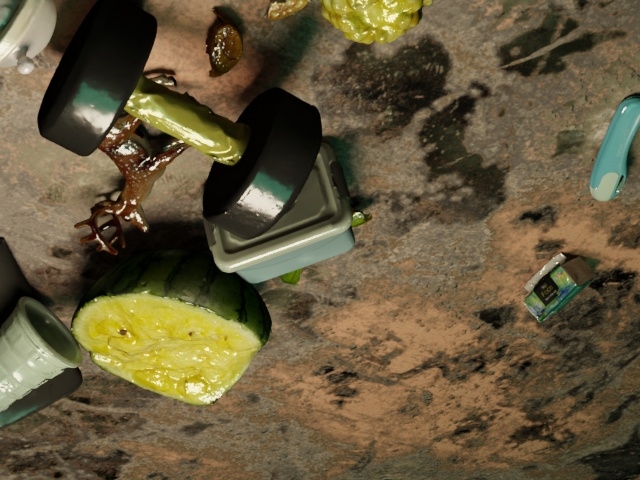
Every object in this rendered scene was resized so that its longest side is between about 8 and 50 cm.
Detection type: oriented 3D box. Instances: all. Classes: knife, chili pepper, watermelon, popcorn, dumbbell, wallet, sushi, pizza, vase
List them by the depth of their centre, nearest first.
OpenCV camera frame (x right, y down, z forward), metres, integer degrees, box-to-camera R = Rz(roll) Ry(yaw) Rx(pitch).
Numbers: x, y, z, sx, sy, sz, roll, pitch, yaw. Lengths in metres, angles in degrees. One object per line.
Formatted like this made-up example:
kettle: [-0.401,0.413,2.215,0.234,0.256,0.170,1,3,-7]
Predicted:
popcorn: [0.062,-0.349,1.355,0.170,0.189,0.218,-7,147,2]
dumbbell: [-0.180,-0.155,1.438,0.322,0.203,0.204,27,127,-21]
pizza: [-0.041,-0.317,1.487,0.083,0.016,0.037,-27,140,21]
sushi: [-0.132,-0.262,1.504,0.050,0.047,0.099,-3,124,-31]
vase: [-0.534,0.239,1.770,0.299,0.143,0.143,-41,136,5]
watermelon: [-0.231,0.116,1.810,0.331,0.189,0.330,8,139,7]
knife: [0.488,-0.149,1.832,0.064,0.031,0.222,-2,136,-8]
wallet: [-0.541,0.160,1.832,0.197,0.051,0.377,-26,135,-10]
chili pepper: [0.000,0.000,1.849,0.052,0.050,0.202,10,136,-48]

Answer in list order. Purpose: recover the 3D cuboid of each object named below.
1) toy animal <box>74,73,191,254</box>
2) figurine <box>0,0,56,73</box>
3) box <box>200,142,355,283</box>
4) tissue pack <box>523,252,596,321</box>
toy animal: [-0.279,-0.116,1.623,0.260,0.087,0.243,-24,127,13]
figurine: [-0.373,-0.286,1.261,0.162,0.236,0.141,-32,145,25]
box: [-0.059,-0.038,1.707,0.227,0.162,0.130,-21,151,8]
tissue pack: [0.435,0.081,2.060,0.085,0.079,0.111,-20,155,-49]
